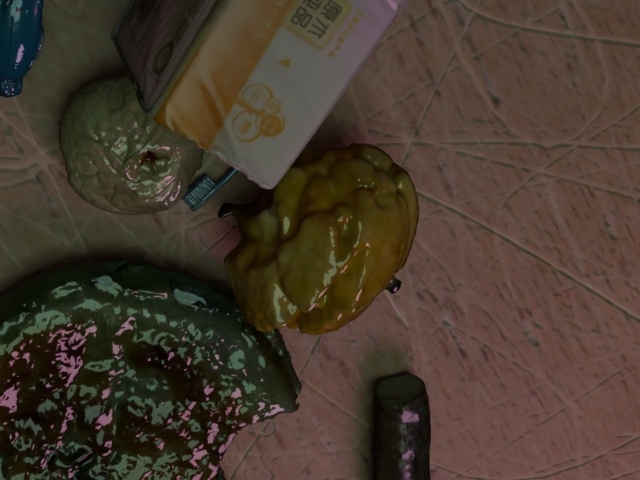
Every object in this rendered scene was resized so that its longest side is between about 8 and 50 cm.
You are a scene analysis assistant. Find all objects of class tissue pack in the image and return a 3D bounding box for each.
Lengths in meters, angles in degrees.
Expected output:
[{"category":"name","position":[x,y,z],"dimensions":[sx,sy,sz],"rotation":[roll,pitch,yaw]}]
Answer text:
[{"category":"tissue pack","position":[-0.028,-0.178,0.962],"dimensions":[0.124,0.185,0.225],"rotation":[29,104,-28]}]

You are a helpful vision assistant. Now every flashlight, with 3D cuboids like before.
[{"category":"flashlight","position":[-0.217,-0.164,0.990],"dimensions":[0.051,0.051,0.129],"rotation":[5,119,-20]}]

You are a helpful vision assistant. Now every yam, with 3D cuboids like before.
[{"category":"yam","position":[0.076,0.249,1.276],"dimensions":[0.061,0.061,0.274],"rotation":[-9,117,-13]}]

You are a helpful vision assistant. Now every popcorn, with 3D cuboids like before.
[{"category":"popcorn","position":[0.000,0.000,1.084],"dimensions":[0.152,0.148,0.167],"rotation":[36,90,-6]}]

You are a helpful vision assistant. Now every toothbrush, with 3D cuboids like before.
[{"category":"toothbrush","position":[-0.036,-0.094,1.098],"dimensions":[0.193,0.013,0.019],"rotation":[-44,111,7]}]

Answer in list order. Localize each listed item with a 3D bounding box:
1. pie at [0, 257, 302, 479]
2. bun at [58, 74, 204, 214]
[{"category":"pie","position":[-0.166,0.146,1.144],"dimensions":[0.303,0.067,0.302],"rotation":[-7,116,-14]},{"category":"bun","position":[-0.139,-0.065,1.043],"dimensions":[0.115,0.069,0.115],"rotation":[-5,123,-9]}]
